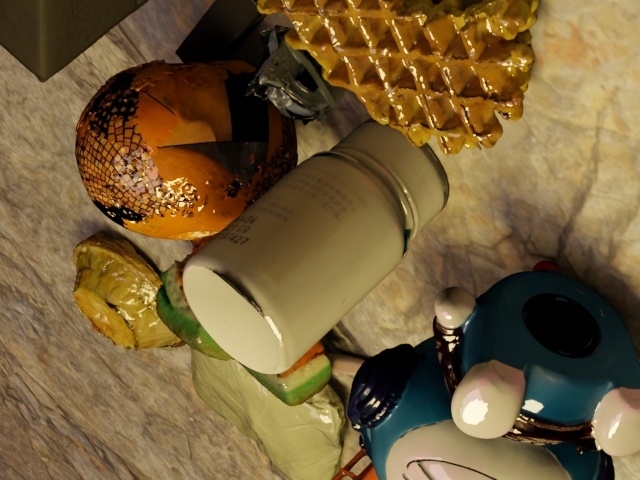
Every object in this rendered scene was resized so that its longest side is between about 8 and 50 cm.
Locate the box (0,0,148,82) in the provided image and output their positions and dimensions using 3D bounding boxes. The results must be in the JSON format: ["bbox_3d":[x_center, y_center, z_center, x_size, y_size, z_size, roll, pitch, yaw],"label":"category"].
[{"bbox_3d":[-0.284,-0.364,1.426,0.345,0.251,0.204,41,155,13],"label":"box"}]

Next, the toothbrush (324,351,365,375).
[{"bbox_3d":[0.075,0.160,1.836,0.307,0.025,0.029,7,140,51],"label":"toothbrush"}]

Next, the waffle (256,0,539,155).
[{"bbox_3d":[0.065,-0.197,1.361,0.293,0.069,0.259,38,153,12],"label":"waffle"}]

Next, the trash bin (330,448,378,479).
[{"bbox_3d":[0.107,0.293,1.821,0.184,0.161,0.238,40,148,14],"label":"trash bin"}]

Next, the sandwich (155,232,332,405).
[{"bbox_3d":[-0.092,0.070,1.807,0.250,0.162,0.301,46,150,14],"label":"sandwich"}]

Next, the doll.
[{"bbox_3d":[0.174,0.175,1.509,0.284,0.240,0.310,20,134,-4],"label":"doll"}]

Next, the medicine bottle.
[{"bbox_3d":[0.000,0.000,1.492,0.143,0.258,0.143,36,151,24],"label":"medicine bottle"}]

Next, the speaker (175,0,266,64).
[{"bbox_3d":[-0.095,-0.223,1.574,0.046,0.040,0.191,50,152,-2],"label":"speaker"}]

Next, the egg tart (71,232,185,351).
[{"bbox_3d":[-0.281,0.086,2.180,0.213,0.090,0.212,35,153,21],"label":"egg tart"}]

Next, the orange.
[{"bbox_3d":[-0.138,-0.094,1.593,0.234,0.234,0.182,-14,88,59],"label":"orange"}]

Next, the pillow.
[{"bbox_3d":[-0.080,0.219,2.072,0.281,0.076,0.274,37,152,20],"label":"pillow"}]

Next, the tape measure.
[{"bbox_3d":[-0.021,-0.162,1.494,0.094,0.091,0.054,22,157,-23],"label":"tape measure"}]
